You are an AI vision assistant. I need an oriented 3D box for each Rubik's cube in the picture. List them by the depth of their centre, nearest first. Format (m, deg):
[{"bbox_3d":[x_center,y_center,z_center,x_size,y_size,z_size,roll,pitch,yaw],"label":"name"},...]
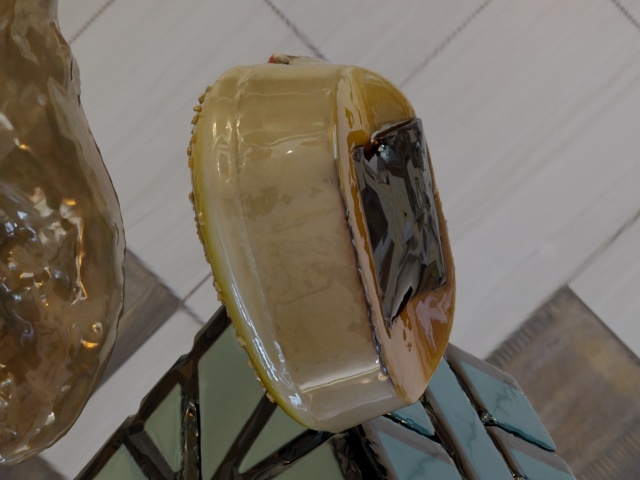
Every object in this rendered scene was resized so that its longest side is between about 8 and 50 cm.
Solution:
[{"bbox_3d":[0.017,0.231,0.914,0.283,0.288,0.293,33,110,-34],"label":"Rubik's cube"}]

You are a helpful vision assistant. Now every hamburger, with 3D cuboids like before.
[{"bbox_3d":[0.000,0.000,0.707,0.116,0.173,0.210,-6,111,28],"label":"hamburger"}]

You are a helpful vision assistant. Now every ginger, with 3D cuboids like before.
[{"bbox_3d":[-0.128,-0.006,0.245,0.065,0.259,0.149,4,96,28],"label":"ginger"}]
